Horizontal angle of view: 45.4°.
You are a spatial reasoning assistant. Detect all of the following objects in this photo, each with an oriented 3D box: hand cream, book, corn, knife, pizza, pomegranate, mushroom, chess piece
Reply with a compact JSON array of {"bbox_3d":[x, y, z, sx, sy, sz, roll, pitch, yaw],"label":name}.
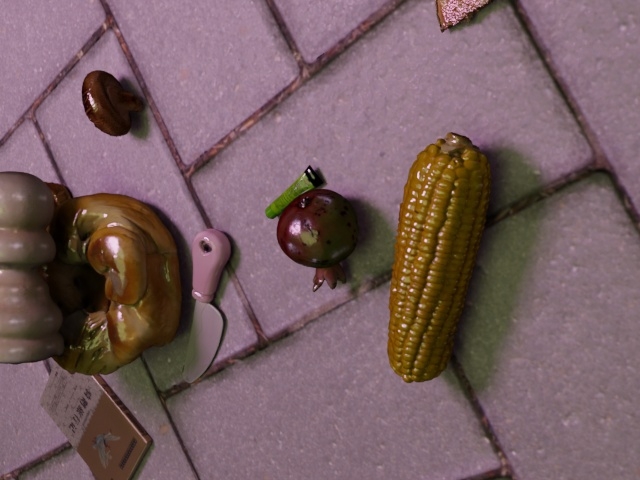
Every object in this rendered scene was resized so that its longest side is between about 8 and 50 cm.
[{"bbox_3d":[-0.046,-0.075,1.246,0.122,0.023,0.036,-38,87,35],"label":"hand cream"},{"bbox_3d":[-0.505,0.397,1.693,0.310,0.021,0.216,43,122,21],"label":"book"},{"bbox_3d":[0.156,0.029,1.062,0.121,0.120,0.363,21,112,31],"label":"corn"},{"bbox_3d":[-0.209,0.133,1.416,0.081,0.043,0.335,22,119,24],"label":"knife"},{"bbox_3d":[0.186,-0.323,1.021,0.100,0.029,0.099,48,132,20],"label":"pizza"},{"bbox_3d":[-0.005,-0.005,1.181,0.129,0.129,0.159,39,147,23],"label":"pomegranate"},{"bbox_3d":[-0.392,-0.252,1.412,0.085,0.109,0.126,-33,65,41],"label":"mushroom"},{"bbox_3d":[-0.546,0.042,1.361,0.182,0.182,0.330,4,93,36],"label":"chess piece"}]

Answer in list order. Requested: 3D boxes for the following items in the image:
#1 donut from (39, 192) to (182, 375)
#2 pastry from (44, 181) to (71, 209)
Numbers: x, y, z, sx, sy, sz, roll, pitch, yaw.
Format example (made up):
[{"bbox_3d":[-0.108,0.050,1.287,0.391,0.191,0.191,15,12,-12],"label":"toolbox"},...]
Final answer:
[{"bbox_3d":[-0.420,0.087,1.470,0.361,0.170,0.360,8,104,36],"label":"donut"},{"bbox_3d":[-0.568,-0.075,1.608,0.097,0.057,0.109,-31,81,38],"label":"pastry"}]
